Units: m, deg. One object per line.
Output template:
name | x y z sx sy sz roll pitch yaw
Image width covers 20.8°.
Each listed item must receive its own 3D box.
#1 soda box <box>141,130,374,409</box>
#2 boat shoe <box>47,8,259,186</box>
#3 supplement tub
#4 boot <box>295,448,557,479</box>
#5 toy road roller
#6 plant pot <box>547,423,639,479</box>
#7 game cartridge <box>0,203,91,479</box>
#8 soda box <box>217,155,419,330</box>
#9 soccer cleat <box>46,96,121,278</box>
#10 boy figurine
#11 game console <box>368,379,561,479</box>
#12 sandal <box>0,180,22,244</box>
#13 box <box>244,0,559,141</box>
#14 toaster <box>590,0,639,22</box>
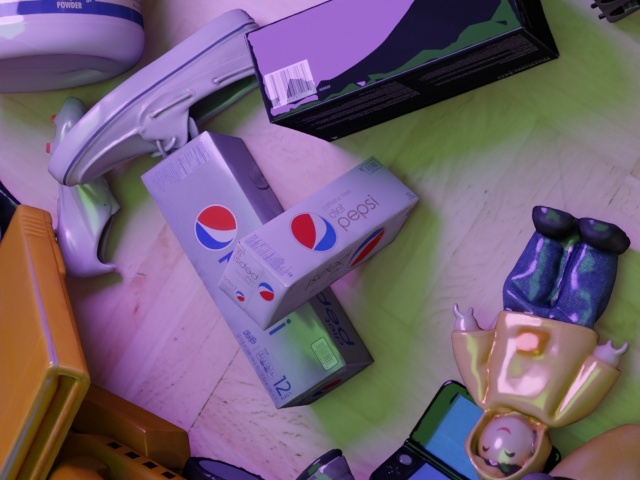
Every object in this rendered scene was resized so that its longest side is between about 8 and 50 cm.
soda box | -0.064 0.029 1.798 0.091 0.098 0.286 -35 77 15
boat shoe | -0.158 -0.130 1.822 0.267 0.096 0.088 -37 79 -12
supplement tub | -0.313 -0.332 1.827 0.235 0.235 0.324 -8 85 17
boot | 0.068 0.279 1.655 0.222 0.118 0.338 51 118 23
toy road roller | -0.231 0.276 1.737 0.330 0.241 0.202 23 94 32
plant pot | 0.292 0.233 1.667 0.134 0.134 0.095 32 65 17
game cartridge | -0.322 0.157 1.770 0.053 0.323 0.285 18 113 -22
soda box | 0.000 0.000 1.719 0.069 0.216 0.074 43 136 15
soccer cleat | -0.252 -0.057 1.886 0.076 0.068 0.196 1 92 9
boy figurine | 0.202 0.112 1.696 0.177 0.092 0.285 19 82 18
game console | 0.143 0.227 1.730 0.144 0.124 0.085 33 124 17
sandal | -0.388 -0.044 1.930 0.097 0.054 0.254 -35 77 13
box | 0.083 -0.192 1.718 0.261 0.184 0.103 -19 79 16
toaster | 0.280 -0.315 1.672 0.110 0.168 0.185 -23 81 13
